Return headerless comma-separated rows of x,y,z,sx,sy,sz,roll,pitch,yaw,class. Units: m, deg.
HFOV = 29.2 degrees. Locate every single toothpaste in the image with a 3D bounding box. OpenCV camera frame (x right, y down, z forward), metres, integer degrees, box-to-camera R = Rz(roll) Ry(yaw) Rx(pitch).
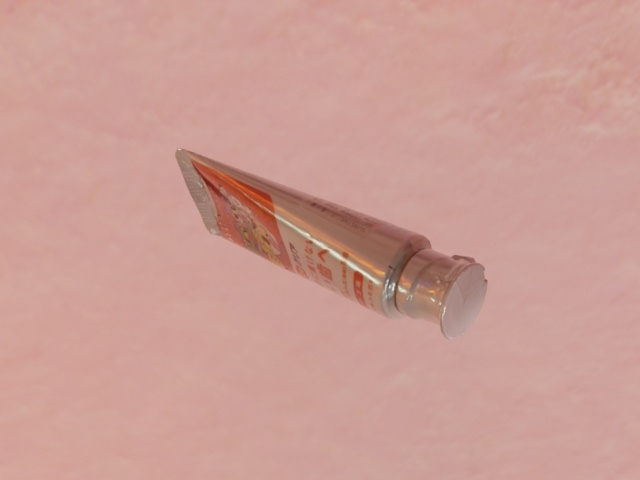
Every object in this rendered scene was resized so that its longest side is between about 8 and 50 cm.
0.000,0.000,0.820,0.234,0.089,0.057,23,58,33,toothpaste
